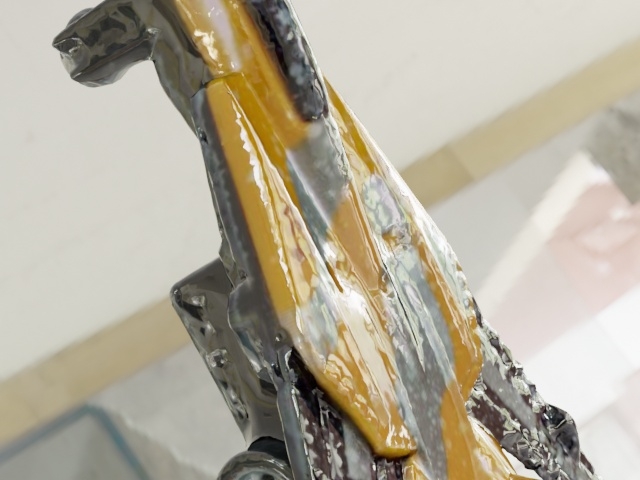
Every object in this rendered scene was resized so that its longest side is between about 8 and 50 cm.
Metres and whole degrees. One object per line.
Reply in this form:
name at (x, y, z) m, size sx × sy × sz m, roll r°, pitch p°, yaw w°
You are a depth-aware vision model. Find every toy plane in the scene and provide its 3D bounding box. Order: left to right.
toy plane at (-0.009, 0.006, 0.545) m, size 0.103 × 0.316 × 0.204 m, roll -36°, pitch -3°, yaw 30°
